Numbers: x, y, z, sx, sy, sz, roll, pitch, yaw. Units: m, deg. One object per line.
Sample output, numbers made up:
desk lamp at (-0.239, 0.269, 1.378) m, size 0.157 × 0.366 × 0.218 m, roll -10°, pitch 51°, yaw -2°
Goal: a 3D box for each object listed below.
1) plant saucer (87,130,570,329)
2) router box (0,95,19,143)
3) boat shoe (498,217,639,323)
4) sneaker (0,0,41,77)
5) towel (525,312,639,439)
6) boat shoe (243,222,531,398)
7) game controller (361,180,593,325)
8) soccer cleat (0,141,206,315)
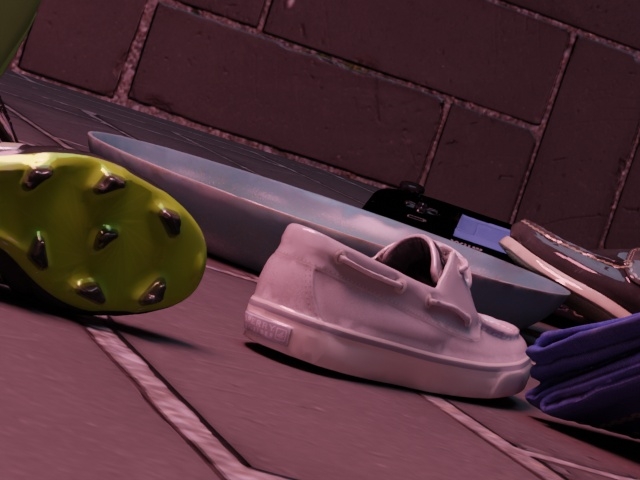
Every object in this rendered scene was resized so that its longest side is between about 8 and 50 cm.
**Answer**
plant saucer at (0.000, 0.000, 1.234) m, size 0.317 × 0.044 × 0.317 m, roll 18°, pitch 4°, yaw -1°
router box at (-0.212, -0.105, 0.996) m, size 0.133 × 0.046 × 0.179 m, roll 58°, pitch -2°, yaw -24°
boat shoe at (0.232, 0.037, 1.317) m, size 0.233 × 0.079 × 0.084 m, roll 26°, pitch -7°, yaw 17°
sneaker at (-0.279, -0.137, 0.331) m, size 0.483 × 0.202 × 0.185 m, roll 34°, pitch -9°, yaw -2°
towel at (0.287, 0.061, 0.892) m, size 0.336 × 0.040 × 0.243 m, roll 16°, pitch -28°, yaw -36°
boat shoe at (0.038, 0.028, 0.867) m, size 0.184 × 0.063 × 0.066 m, roll 14°, pitch 6°, yaw -45°
game controller at (0.184, 0.028, 1.519) m, size 0.319 × 0.067 × 0.166 m, roll 18°, pitch 4°, yaw 5°
soccer cleat at (-0.128, -0.014, 0.730) m, size 0.179 × 0.060 × 0.072 m, roll 13°, pitch 4°, yaw -26°
